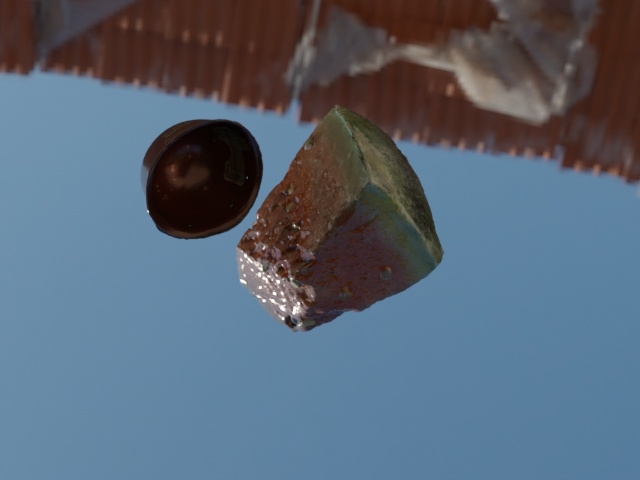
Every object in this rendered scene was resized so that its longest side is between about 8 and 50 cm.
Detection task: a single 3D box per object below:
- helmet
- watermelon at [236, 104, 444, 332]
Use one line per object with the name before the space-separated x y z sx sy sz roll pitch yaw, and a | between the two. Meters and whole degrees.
helmet | -0.171 -0.084 2.053 0.175 0.155 0.106 -38 -145 -25
watermelon | 0.000 0.000 1.885 0.140 0.257 0.193 23 -146 -53
